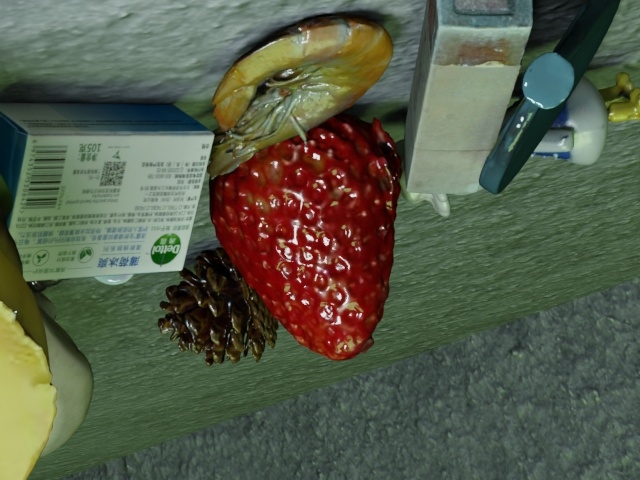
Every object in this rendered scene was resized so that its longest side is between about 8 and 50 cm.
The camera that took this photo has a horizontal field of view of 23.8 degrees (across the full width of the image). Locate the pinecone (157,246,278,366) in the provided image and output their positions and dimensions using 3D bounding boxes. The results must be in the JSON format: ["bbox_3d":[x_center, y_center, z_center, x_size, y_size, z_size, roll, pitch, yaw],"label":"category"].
[{"bbox_3d":[-0.127,0.088,1.953,0.173,0.174,0.173,-15,167,-3],"label":"pinecone"}]

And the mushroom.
[{"bbox_3d":[-0.388,0.147,1.829,0.246,0.202,0.246,12,138,11],"label":"mushroom"}]

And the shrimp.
[{"bbox_3d":[-0.038,-0.126,1.347,0.150,0.068,0.248,2,150,-36],"label":"shrimp"}]

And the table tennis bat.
[{"bbox_3d":[0.204,-0.134,1.346,0.215,0.044,0.329,-57,173,8],"label":"table tennis bat"}]

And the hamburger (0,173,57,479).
[{"bbox_3d":[-0.384,0.055,1.090,0.395,0.277,0.396,-16,138,-15],"label":"hamburger"}]

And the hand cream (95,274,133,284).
[{"bbox_3d":[-0.197,-0.020,1.495,0.076,0.047,0.174,-16,-151,6],"label":"hand cream"}]

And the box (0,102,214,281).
[{"bbox_3d":[-0.200,-0.044,1.323,0.194,0.073,0.139,-4,118,-42],"label":"box"}]

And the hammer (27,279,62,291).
[{"bbox_3d":[-0.388,0.029,1.693,0.058,0.029,0.292,-24,163,26],"label":"hammer"}]

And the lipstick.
[{"bbox_3d":[0.124,-0.138,1.355,0.079,0.076,0.371,0,161,-2],"label":"lipstick"}]

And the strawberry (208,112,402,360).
[{"bbox_3d":[0.000,0.000,1.520,0.205,0.244,0.205,-17,168,-4],"label":"strawberry"}]

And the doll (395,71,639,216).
[{"bbox_3d":[0.197,-0.109,1.600,0.293,0.119,0.138,-19,-153,0],"label":"doll"}]
